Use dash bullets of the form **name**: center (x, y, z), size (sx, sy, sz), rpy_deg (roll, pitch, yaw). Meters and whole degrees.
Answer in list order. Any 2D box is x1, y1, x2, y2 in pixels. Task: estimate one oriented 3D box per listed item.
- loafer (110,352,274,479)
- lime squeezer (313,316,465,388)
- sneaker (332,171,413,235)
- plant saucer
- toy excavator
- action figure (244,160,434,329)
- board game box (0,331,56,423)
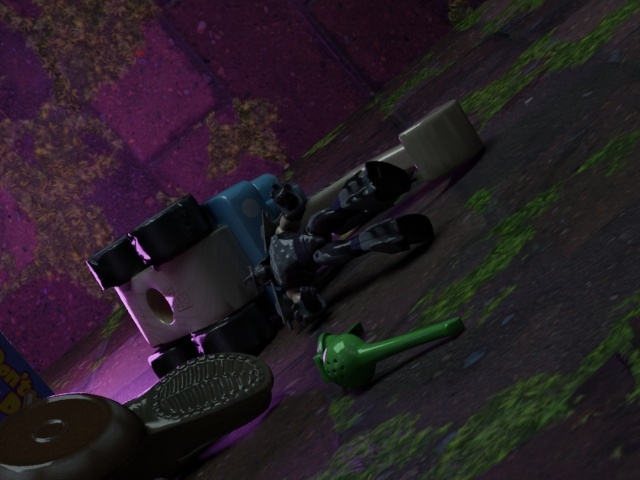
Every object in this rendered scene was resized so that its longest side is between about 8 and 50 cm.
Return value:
- **loafer**: center (-0.168, 0.217, 1.974), size (0.268, 0.092, 0.102), rpy_deg (-24, 38, 10)
- **lime squeezer**: center (0.040, 0.106, 1.759), size (0.110, 0.059, 0.310), rpy_deg (-43, 8, -15)
- **sneaker**: center (0.071, -0.067, 2.499), size (0.158, 0.061, 0.065), rpy_deg (-43, 15, -11)
- **plant saucer**: center (-0.296, 0.223, 1.900), size (0.198, 0.036, 0.199), rpy_deg (-11, 28, 6)
- **toy excavator**: center (-0.041, -0.026, 2.366), size (0.445, 0.222, 0.433), rpy_deg (-36, 6, -33)
- **action figure**: center (0.000, 0.000, 2.133), size (0.285, 0.185, 0.099), rpy_deg (-28, -15, 38)
- **board game box**: center (-0.409, 0.220, 2.136), size (0.078, 0.347, 0.233), rpy_deg (-45, 10, -31)
